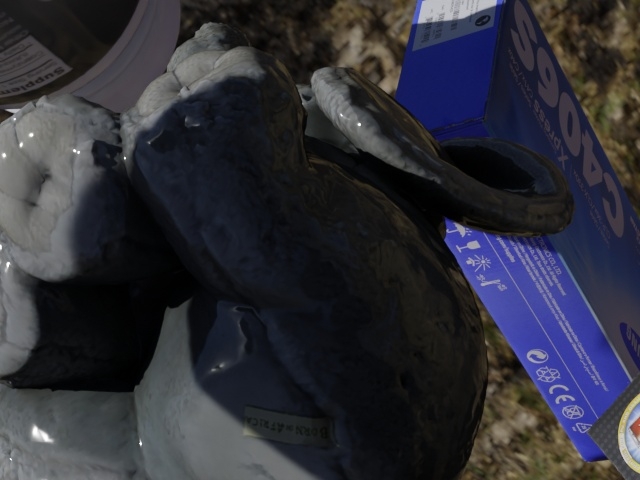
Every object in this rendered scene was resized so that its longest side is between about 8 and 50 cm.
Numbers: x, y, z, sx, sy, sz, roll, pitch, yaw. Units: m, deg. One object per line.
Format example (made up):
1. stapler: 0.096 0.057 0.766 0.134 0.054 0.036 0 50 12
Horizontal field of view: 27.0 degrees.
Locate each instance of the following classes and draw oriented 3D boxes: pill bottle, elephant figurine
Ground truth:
1. pill bottle: -0.185 -0.164 0.700 0.161 0.283 0.161 -3 77 15
2. elephant figurine: 0.000 0.000 0.458 0.169 0.239 0.186 -16 96 25

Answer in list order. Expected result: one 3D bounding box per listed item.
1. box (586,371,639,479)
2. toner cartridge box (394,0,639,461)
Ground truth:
1. box: 0.272 0.172 0.615 0.060 0.270 0.216 -52 39 15
2. toner cartridge box: 0.167 -0.008 0.966 0.075 0.348 0.165 -14 41 29
